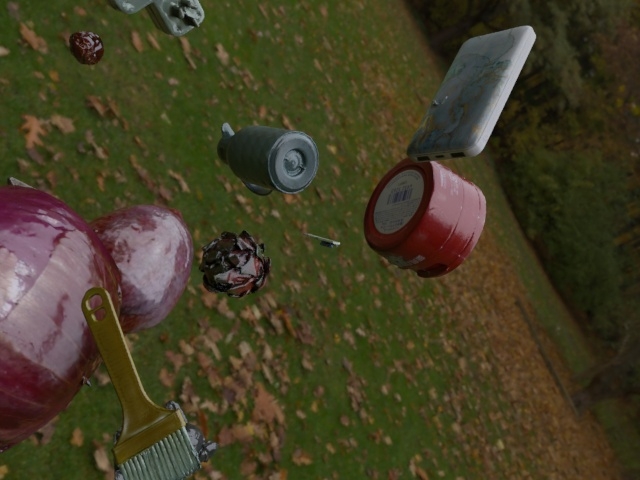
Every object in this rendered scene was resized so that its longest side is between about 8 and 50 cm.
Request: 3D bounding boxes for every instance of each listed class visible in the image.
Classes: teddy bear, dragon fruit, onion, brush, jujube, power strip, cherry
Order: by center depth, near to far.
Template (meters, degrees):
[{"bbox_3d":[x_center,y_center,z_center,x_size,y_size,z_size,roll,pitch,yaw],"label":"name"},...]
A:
[{"bbox_3d":[-0.190,0.142,0.728,0.218,0.083,0.010,62,9,19],"label":"brush"},{"bbox_3d":[-0.426,0.049,0.838,0.385,0.348,0.347,53,19,-30],"label":"onion"},{"bbox_3d":[0.000,0.000,1.177,0.016,0.013,0.084,7,7,-37],"label":"brush"},{"bbox_3d":[-0.297,0.033,1.185,0.192,0.175,0.249,39,53,-4],"label":"cherry"},{"bbox_3d":[-0.338,-0.553,1.544,0.141,0.229,0.261,36,-20,48],"label":"power strip"},{"bbox_3d":[-0.530,-0.436,1.675,0.077,0.077,0.129,57,0,-14],"label":"jujube"},{"bbox_3d":[-0.392,0.481,1.805,0.144,0.251,0.171,92,-25,-59],"label":"teddy bear"},{"bbox_3d":[-0.219,0.062,1.857,0.189,0.182,0.182,35,31,-47],"label":"dragon fruit"}]

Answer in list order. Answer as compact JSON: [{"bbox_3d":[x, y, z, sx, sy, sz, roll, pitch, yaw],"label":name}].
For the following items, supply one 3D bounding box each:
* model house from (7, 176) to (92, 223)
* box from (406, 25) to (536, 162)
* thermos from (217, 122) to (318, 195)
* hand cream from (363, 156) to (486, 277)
[{"bbox_3d":[-0.500,-0.014,1.300,0.248,0.181,0.176,74,33,-51],"label":"model house"},{"bbox_3d":[0.250,-0.242,1.224,0.044,0.142,0.285,48,58,-34],"label":"box"},{"bbox_3d":[-0.137,-0.188,1.764,0.287,0.145,0.182,17,-48,51],"label":"thermos"},{"bbox_3d":[0.205,-0.050,1.492,0.149,0.230,0.230,29,31,-27],"label":"hand cream"}]
